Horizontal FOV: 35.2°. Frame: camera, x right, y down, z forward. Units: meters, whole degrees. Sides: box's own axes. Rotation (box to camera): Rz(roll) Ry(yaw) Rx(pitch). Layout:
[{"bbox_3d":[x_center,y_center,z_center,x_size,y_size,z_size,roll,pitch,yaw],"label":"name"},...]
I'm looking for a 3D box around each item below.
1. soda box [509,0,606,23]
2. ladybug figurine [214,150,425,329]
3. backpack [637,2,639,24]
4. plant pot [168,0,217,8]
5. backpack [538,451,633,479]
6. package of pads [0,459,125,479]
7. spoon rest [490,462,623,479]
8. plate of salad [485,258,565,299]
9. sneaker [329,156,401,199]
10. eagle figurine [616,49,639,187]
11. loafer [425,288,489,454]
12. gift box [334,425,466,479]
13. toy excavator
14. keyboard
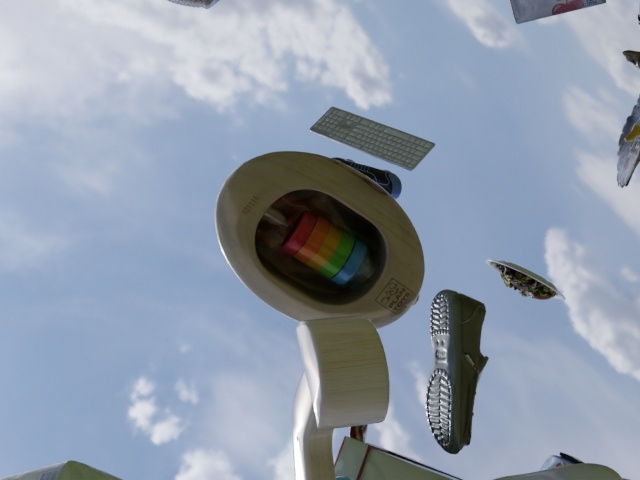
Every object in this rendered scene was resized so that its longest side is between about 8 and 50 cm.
[{"bbox_3d":[0.226,-0.339,1.023,0.083,0.092,0.263,60,-154,-44],"label":"soda box"},{"bbox_3d":[0.000,0.000,1.920,0.449,0.305,0.162,36,-174,-18],"label":"ladybug figurine"},{"bbox_3d":[0.572,-0.387,1.600,0.114,0.105,0.084,0,-153,6],"label":"backpack"},{"bbox_3d":[-0.199,-0.500,1.825,0.110,0.237,0.237,47,-156,-9],"label":"plant pot"},{"bbox_3d":[0.514,0.537,1.967,0.276,0.213,0.263,19,152,29],"label":"backpack"},{"bbox_3d":[-0.305,0.381,1.290,0.296,0.229,0.101,40,-140,-43],"label":"package of pads"},{"bbox_3d":[0.374,0.434,1.699,0.084,0.276,0.137,-97,-1,-55],"label":"spoon rest"},{"bbox_3d":[0.461,0.098,2.294,0.200,0.048,0.200,28,176,2],"label":"plate of salad"},{"bbox_3d":[0.092,-0.149,2.471,0.090,0.081,0.232,-3,-162,-43],"label":"sneaker"},{"bbox_3d":[0.625,-0.220,1.801,0.226,0.225,0.298,-95,-17,-46],"label":"eagle figurine"},{"bbox_3d":[0.220,0.201,1.540,0.087,0.251,0.094,2,-179,-22],"label":"loafer"},{"bbox_3d":[0.117,0.436,1.555,0.258,0.255,0.276,14,164,30],"label":"gift box"},{"bbox_3d":[-0.012,0.341,1.245,0.222,0.433,0.445,-5,-102,-17],"label":"toy excavator"},{"bbox_3d":[0.092,-0.191,1.861,0.256,0.072,0.014,26,159,37],"label":"keyboard"}]
